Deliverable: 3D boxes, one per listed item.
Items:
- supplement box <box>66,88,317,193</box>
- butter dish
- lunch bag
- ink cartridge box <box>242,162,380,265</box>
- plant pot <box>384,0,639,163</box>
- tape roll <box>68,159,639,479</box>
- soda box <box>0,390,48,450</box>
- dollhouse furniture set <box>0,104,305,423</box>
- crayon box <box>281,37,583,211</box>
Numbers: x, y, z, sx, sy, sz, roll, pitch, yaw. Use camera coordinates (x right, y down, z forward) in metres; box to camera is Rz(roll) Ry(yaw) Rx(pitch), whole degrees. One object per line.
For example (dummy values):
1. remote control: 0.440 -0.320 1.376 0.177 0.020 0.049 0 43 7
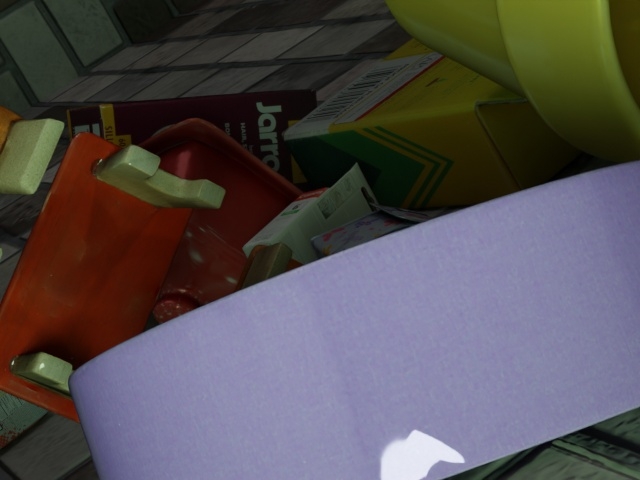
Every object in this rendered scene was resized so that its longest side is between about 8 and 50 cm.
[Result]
1. supplement box: -0.098 -0.063 1.401 0.188 0.104 0.081 -7 5 -27
2. butter dish: -0.093 0.012 1.261 0.160 0.160 0.118 -24 42 38
3. lunch bag: 0.044 0.004 1.153 0.083 0.053 0.071 -23 15 -10
4. ink cartridge box: 0.000 0.000 1.224 0.029 0.063 0.115 -13 22 43
5. plant pot: 0.162 -0.177 1.027 0.254 0.254 0.239 -38 33 -27
6. tape roll: 0.037 0.054 0.738 0.274 0.090 0.275 -20 -6 -2
7. soda box: -0.276 0.068 1.288 0.058 0.183 0.063 -38 16 -28
8. dollhouse furniture set: -0.147 0.070 0.959 0.135 0.262 0.259 -4 61 62
9. crayon box: 0.134 -0.109 1.291 0.202 0.081 0.318 -37 16 -25
